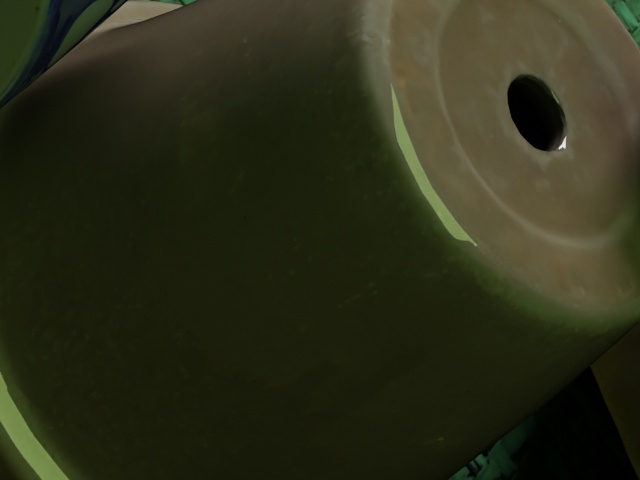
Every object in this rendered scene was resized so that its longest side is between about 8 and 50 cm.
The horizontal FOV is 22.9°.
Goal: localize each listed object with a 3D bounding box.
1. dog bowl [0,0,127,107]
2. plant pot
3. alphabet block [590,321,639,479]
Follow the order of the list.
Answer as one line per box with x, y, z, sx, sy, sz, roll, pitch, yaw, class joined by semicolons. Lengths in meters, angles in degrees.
-0.162;-0.164;0.495;0.265;0.265;0.104;48;47;-12;dog bowl
0.000;0.000;0.584;0.263;0.229;0.263;19;59;-34;plant pot
0.237;0.063;0.737;0.193;0.197;0.192;67;10;9;alphabet block
